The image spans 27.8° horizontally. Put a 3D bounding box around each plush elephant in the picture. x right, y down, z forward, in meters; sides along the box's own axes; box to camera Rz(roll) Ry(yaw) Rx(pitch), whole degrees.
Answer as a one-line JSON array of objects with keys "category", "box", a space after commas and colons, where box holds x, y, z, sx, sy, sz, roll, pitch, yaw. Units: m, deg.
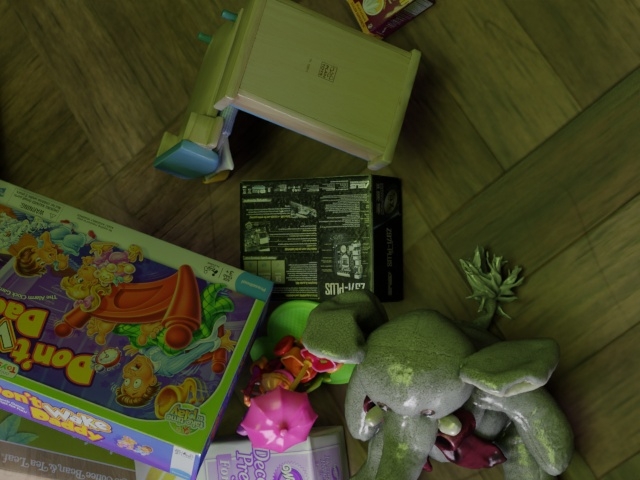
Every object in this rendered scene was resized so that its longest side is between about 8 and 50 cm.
[{"category": "plush elephant", "box": [0.119, 0.167, 1.347, 0.272, 0.255, 0.330, 9, 93, 29]}]

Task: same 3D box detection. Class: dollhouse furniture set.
[{"category": "dollhouse furniture set", "box": [-0.037, -0.203, 1.530, 0.303, 0.198, 0.286, -19, 52, 66]}]

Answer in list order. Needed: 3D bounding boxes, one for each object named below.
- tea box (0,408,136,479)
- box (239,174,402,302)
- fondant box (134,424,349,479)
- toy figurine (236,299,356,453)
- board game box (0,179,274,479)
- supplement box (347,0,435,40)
[{"category": "tea box", "box": [-0.426, 0.218, 1.603, 0.329, 0.220, 0.323, -32, 52, 30]}, {"category": "box", "box": [0.000, 0.000, 1.518, 0.180, 0.077, 0.147, -2, 88, 29]}, {"category": "fondant box", "box": [-0.120, 0.360, 1.565, 0.330, 0.096, 0.238, -10, 84, 27]}, {"category": "toy figurine", "box": [-0.048, 0.173, 1.474, 0.173, 0.159, 0.130, -22, 115, 41]}, {"category": "board game box", "box": [-0.255, 0.095, 1.439, 0.347, 0.078, 0.233, 20, 55, 2]}, {"category": "supplement box", "box": [0.081, -0.278, 1.501, 0.083, 0.043, 0.055, -33, 73, 24]}]
